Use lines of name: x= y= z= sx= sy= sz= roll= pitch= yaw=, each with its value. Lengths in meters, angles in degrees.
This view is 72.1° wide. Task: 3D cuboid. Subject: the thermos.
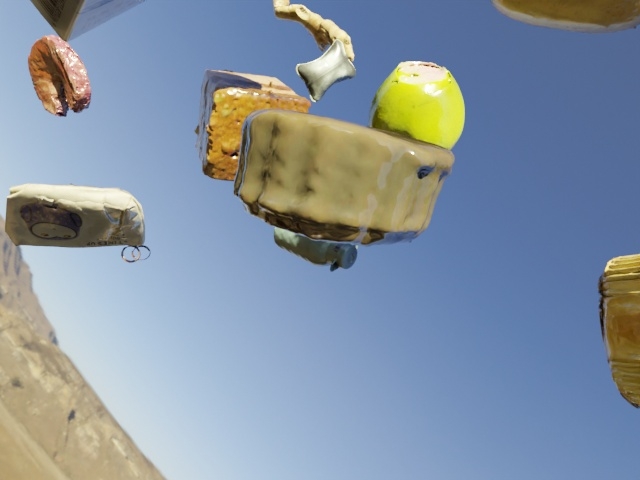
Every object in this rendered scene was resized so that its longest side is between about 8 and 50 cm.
thermos: x=0.000 y=0.000 z=1.432 sx=0.287 sy=0.182 sz=0.144 roll=24 pitch=-37 yaw=36

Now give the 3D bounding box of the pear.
pear: x=0.186 y=-0.226 z=0.872 sx=0.188 sy=0.188 sz=0.219 roll=33 pitch=-40 yaw=27

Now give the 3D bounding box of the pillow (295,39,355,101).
pillow: x=0.015 y=-0.402 z=1.043 sx=0.055 sy=0.136 sz=0.091 roll=45 pitch=-14 yaw=39

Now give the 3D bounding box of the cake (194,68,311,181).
cake: x=-0.170 y=-0.265 z=0.956 sx=0.293 sy=0.199 sz=0.196 roll=-124 pitch=-142 yaw=-49

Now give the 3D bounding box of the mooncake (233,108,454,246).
mooncake: x=0.020 y=-0.067 z=0.476 sx=0.228 sy=0.228 sz=0.124 roll=24 pitch=-72 yaw=36

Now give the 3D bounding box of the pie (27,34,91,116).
pie: x=-0.692 y=-0.426 z=1.159 sx=0.219 sy=0.054 sz=0.204 roll=-14 pitch=-78 yaw=39

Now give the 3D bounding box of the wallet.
wallet: x=-0.596 y=-0.044 z=1.093 sx=0.274 sy=0.336 sz=0.068 roll=120 pitch=-35 yaw=-48

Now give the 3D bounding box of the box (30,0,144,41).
box: x=-0.193 y=-0.292 z=0.429 sx=0.233 sy=0.149 sz=0.067 roll=1 pitch=-45 yaw=53

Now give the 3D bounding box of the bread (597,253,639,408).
bread: x=0.408 y=0.105 z=0.501 sx=0.114 sy=0.132 sz=0.190 roll=151 pitch=-57 yaw=-69

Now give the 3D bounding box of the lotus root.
lotus root: x=0.391 y=-0.443 z=0.721 sx=0.343 sy=0.151 sz=0.169 roll=22 pitch=-60 yaw=23

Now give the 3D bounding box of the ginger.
ginger: x=-0.021 y=-0.539 z=1.115 sx=0.288 sy=0.075 sz=0.089 roll=39 pitch=-19 yaw=18
